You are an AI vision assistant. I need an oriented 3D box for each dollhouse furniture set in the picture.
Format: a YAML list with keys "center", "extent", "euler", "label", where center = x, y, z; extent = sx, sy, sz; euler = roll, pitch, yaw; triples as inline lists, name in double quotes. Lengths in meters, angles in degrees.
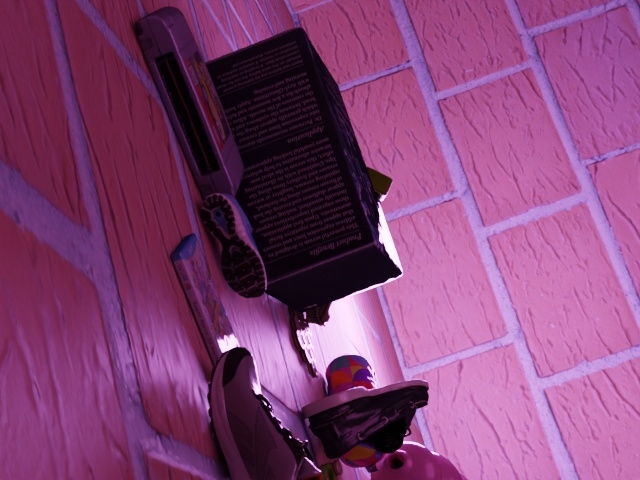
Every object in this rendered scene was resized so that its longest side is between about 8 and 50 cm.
- center: [0.000, 0.000, 2.172]
  extent: [0.197, 0.151, 0.301]
  euler: [111, 4, -82]
  label: "dollhouse furniture set"

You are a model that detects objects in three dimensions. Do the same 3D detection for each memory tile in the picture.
- center: [-0.034, 0.169, 2.085]
  extent: [0.148, 0.012, 0.113]
  euler: [-100, 168, -52]
  label: "memory tile"

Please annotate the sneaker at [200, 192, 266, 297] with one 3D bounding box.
- center: [-0.111, 0.003, 1.643]
  extent: [0.162, 0.063, 0.073]
  euler: [70, 21, -8]
  label: "sneaker"

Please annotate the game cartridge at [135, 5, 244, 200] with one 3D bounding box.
- center: [-0.189, -0.204, 1.723]
  extent: [0.196, 0.060, 0.294]
  euler: [-100, 170, -74]
  label: "game cartridge"

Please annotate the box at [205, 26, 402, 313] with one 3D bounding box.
- center: [-0.036, -0.108, 1.962]
  extent: [0.293, 0.212, 0.395]
  euler: [42, 29, -74]
  label: "box"

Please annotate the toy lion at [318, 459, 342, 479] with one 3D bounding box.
- center: [0.019, 0.398, 1.798]
  extent: [0.096, 0.034, 0.100]
  euler: [16, 55, -73]
  label: "toy lion"

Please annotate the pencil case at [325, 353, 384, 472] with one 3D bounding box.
- center: [0.068, 0.315, 2.129]
  extent: [0.236, 0.104, 0.104]
  euler: [-102, 170, -54]
  label: "pencil case"

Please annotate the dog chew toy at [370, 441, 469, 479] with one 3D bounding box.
- center: [0.190, 0.492, 2.172]
  extent: [0.332, 0.207, 0.206]
  euler: [60, 12, -47]
  label: "dog chew toy"

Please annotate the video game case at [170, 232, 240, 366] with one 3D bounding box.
- center: [-0.142, 0.080, 1.442]
  extent: [0.119, 0.015, 0.166]
  euler: [-76, 146, -78]
  label: "video game case"

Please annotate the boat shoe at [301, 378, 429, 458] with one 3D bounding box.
- center: [0.096, 0.307, 1.950]
  extent: [0.340, 0.127, 0.113]
  euler: [8, 59, -61]
  label: "boat shoe"

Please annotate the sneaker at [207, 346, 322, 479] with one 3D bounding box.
- center: [-0.057, 0.238, 1.289]
  extent: [0.100, 0.108, 0.271]
  euler: [58, 13, -54]
  label: "sneaker"
